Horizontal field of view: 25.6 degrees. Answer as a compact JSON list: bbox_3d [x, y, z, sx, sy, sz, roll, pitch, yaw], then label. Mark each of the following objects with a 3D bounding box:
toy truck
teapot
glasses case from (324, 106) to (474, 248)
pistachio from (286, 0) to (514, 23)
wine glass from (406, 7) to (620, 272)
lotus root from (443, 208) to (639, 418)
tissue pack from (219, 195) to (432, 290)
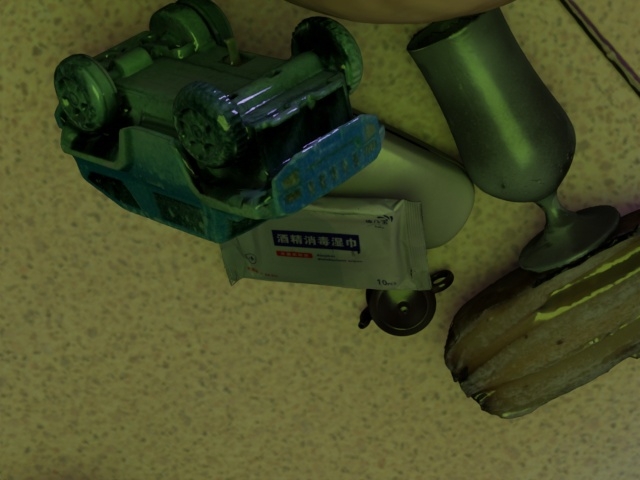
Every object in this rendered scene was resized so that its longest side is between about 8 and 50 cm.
[{"bbox_3d":[-0.086,-0.094,1.127,0.155,0.279,0.156,-35,127,-33],"label":"toy truck"},{"bbox_3d":[0.080,0.055,1.318,0.100,0.045,0.068,-27,112,9],"label":"teapot"},{"bbox_3d":[0.028,-0.067,1.258,0.233,0.059,0.092,23,116,-12],"label":"glasses case"},{"bbox_3d":[0.079,-0.257,1.094,0.318,0.193,0.214,-2,146,-40],"label":"pistachio"},{"bbox_3d":[0.167,-0.093,1.233,0.103,0.103,0.231,-29,108,8],"label":"wine glass"},{"bbox_3d":[0.263,0.038,1.309,0.329,0.078,0.167,-28,133,6],"label":"lotus root"},{"bbox_3d":[0.000,0.000,1.264,0.193,0.026,0.122,3,140,12],"label":"tissue pack"}]
